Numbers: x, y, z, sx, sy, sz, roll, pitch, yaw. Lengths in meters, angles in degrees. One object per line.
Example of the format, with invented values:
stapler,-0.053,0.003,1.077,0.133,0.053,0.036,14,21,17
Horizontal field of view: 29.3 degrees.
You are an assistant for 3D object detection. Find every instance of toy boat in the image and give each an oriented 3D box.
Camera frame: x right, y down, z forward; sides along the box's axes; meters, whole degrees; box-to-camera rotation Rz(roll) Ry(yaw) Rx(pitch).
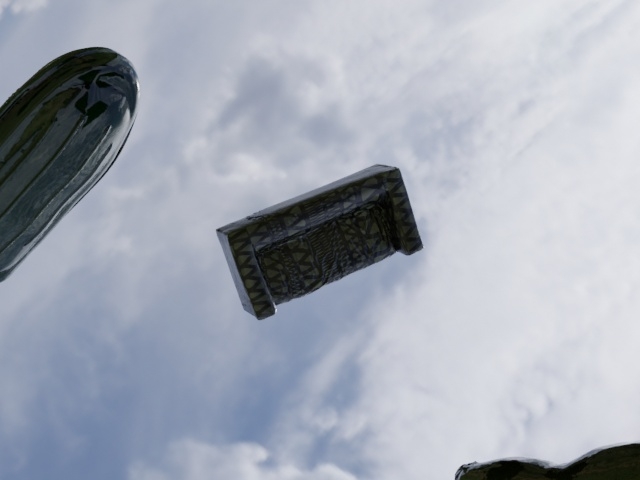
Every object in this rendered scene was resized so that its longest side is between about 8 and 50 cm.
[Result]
toy boat,-0.198,-0.045,0.821,0.210,0.104,0.052,-46,-129,15

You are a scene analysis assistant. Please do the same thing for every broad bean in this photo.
broad bean,0.158,0.118,0.595,0.255,0.046,0.065,-16,-169,39

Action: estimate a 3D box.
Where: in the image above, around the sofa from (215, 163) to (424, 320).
sofa,0.000,0.000,0.758,0.118,0.060,0.039,-22,-164,-15
